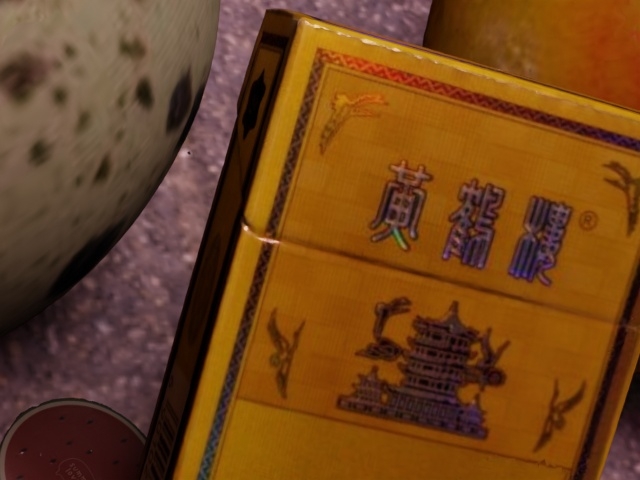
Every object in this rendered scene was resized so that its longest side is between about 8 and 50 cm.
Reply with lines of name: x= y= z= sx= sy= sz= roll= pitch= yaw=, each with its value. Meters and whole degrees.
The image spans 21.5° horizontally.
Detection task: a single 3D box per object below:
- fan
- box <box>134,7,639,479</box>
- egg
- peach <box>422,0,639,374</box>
fan: x=-0.133 y=0.123 z=0.807 sx=0.133 sy=0.005 sz=0.085 roll=-28 pitch=72 yaw=-39
box: x=0.030 y=0.067 z=0.755 sx=0.193 sy=0.301 sz=0.084 roll=14 pitch=7 yaw=-17
egg: x=-0.200 y=-0.089 z=0.751 sx=0.287 sy=0.287 sz=0.379 roll=41 pitch=33 yaw=7
peach: x=0.204 y=-0.095 z=0.951 sx=0.308 sy=0.308 sz=0.332 roll=24 pitch=57 yaw=-9
